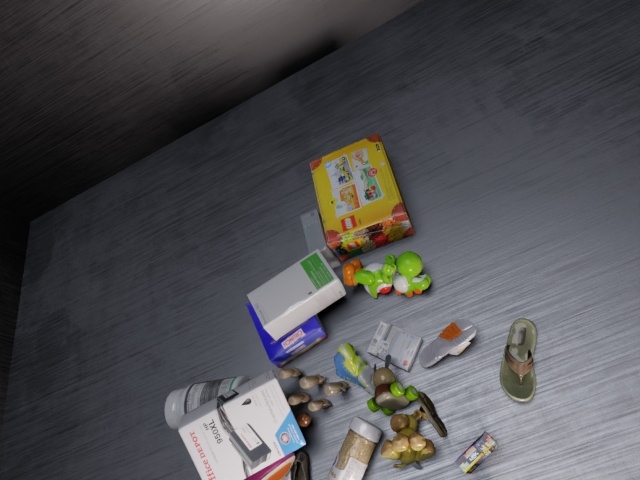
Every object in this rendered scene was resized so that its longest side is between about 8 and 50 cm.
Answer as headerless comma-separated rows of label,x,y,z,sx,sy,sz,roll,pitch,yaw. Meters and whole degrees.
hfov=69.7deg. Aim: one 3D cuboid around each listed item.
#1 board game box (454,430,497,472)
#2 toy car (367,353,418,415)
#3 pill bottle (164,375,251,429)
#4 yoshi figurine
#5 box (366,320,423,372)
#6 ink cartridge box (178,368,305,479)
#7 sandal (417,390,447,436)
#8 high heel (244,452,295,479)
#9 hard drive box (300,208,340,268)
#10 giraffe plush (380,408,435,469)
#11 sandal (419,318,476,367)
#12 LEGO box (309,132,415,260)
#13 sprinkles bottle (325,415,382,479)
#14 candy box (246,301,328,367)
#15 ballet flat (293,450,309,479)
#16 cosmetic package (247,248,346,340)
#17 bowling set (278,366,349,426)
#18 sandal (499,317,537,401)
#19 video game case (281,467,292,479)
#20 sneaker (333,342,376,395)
board game box,0.519,0.703,1.521,0.141,0.170,0.048,-42,55,-2
toy car,0.256,0.539,1.752,0.155,0.148,0.189,-44,38,28
pill bottle,-0.470,0.707,1.977,0.360,0.204,0.204,-14,58,19
yoshi figurine,0.286,0.118,1.954,0.361,0.203,0.204,3,58,24
box,0.301,0.427,1.864,0.186,0.038,0.145,18,72,33
ink cartridge box,-0.296,0.723,1.750,0.394,0.166,0.286,-25,91,-12
sandal,0.397,0.641,1.688,0.049,0.072,0.180,-45,55,24
high heel,-0.276,0.896,1.799,0.377,0.127,0.181,-36,49,0
hard drive box,0.000,0.000,2.161,0.089,0.181,0.232,-24,55,13
giraffe plush,0.309,0.692,1.639,0.181,0.210,0.171,-15,40,14
sandal,0.495,0.402,1.770,0.265,0.076,0.102,-44,36,23
LEGO box,0.186,-0.211,2.180,0.372,0.193,0.501,-21,56,14
sprinkles bottle,0.102,0.835,1.679,0.121,0.121,0.356,18,72,32
candy box,-0.154,0.359,2.069,0.268,0.122,0.317,-33,53,3
ballet flat,-0.072,0.937,1.745,0.084,0.058,0.250,-14,58,19
cosmetic package,-0.100,0.231,1.957,0.365,0.155,0.197,-33,55,-5
bowling set,-0.046,0.638,1.871,0.286,0.154,0.200,12,88,29
sandal,0.707,0.418,1.642,0.120,0.086,0.303,1,64,26
video game case,-0.212,0.987,1.805,0.226,0.026,0.207,-16,58,17
sneaker,0.140,0.538,1.867,0.240,0.091,0.126,55,127,24
